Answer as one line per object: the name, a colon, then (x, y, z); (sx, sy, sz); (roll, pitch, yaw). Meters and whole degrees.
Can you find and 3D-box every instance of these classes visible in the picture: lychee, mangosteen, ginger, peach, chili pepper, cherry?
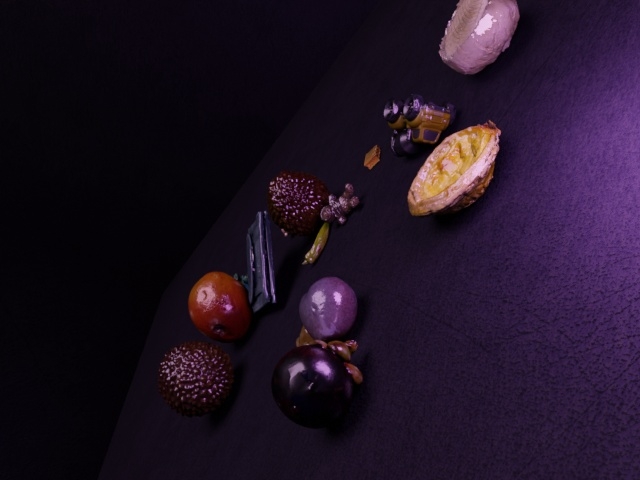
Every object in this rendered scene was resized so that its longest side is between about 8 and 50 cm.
lychee: (-0.429, 0.479, 1.972); (0.267, 0.267, 0.267); (-48, 21, 26)
mangosteen: (0.000, 0.310, 1.305); (0.230, 0.194, 0.194); (-39, 7, -34)
ginger: (-0.025, 0.314, 1.509); (0.299, 0.065, 0.118); (-96, 29, -63)
peach: (-0.377, 0.252, 2.181); (0.281, 0.238, 0.281); (170, 90, -76)
chili pepper: (0.001, 0.000, 1.983); (0.208, 0.043, 0.049); (-61, -7, -24)
cherry: (0.025, 0.181, 1.489); (0.176, 0.140, 0.176); (-21, 63, 49)
lychee: (-0.083, -0.139, 2.090); (0.236, 0.271, 0.236); (-17, 61, 33)

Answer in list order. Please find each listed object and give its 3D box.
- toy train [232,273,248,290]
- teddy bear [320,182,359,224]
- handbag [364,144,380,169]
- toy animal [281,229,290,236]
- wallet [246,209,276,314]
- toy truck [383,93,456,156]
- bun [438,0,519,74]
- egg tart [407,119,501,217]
toy train: (-0.353, 0.251, 2.392); (0.248, 0.101, 0.159); (-49, 34, 29)
teddy bear: (0.072, -0.115, 1.931); (0.160, 0.078, 0.119); (-36, 62, 33)
handbag: (0.180, -0.290, 1.998); (0.061, 0.027, 0.083); (-44, 22, 37)
toy animal: (-0.121, -0.056, 2.325); (0.114, 0.091, 0.082); (-102, 17, -81)
wallet: (-0.229, 0.087, 2.108); (0.237, 0.075, 0.342); (137, 129, -64)
toy truck: (0.279, -0.325, 1.670); (0.224, 0.147, 0.165); (-160, 78, -68)
bun: (0.447, -0.578, 1.596); (0.259, 0.152, 0.259); (-160, 90, -76)
egg tart: (0.320, -0.153, 1.351); (0.279, 0.095, 0.279); (-44, 21, 21)
